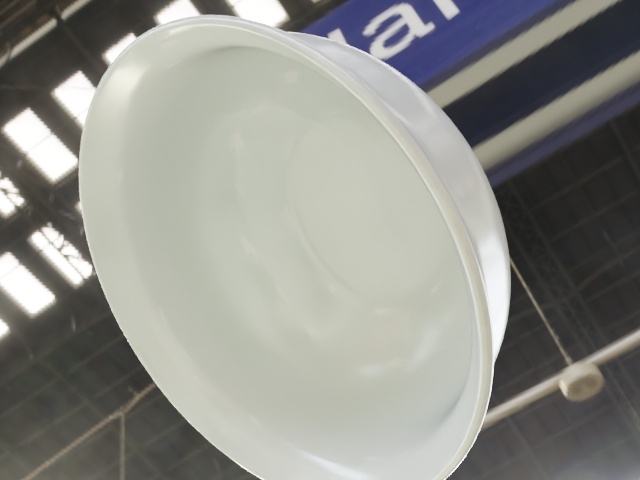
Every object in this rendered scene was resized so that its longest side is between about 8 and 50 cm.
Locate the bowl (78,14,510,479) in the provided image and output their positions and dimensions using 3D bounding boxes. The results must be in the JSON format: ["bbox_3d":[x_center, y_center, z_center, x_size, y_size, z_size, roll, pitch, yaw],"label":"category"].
[{"bbox_3d":[0.000,0.000,0.549,0.134,0.298,0.298,-33,-37,-45],"label":"bowl"}]
